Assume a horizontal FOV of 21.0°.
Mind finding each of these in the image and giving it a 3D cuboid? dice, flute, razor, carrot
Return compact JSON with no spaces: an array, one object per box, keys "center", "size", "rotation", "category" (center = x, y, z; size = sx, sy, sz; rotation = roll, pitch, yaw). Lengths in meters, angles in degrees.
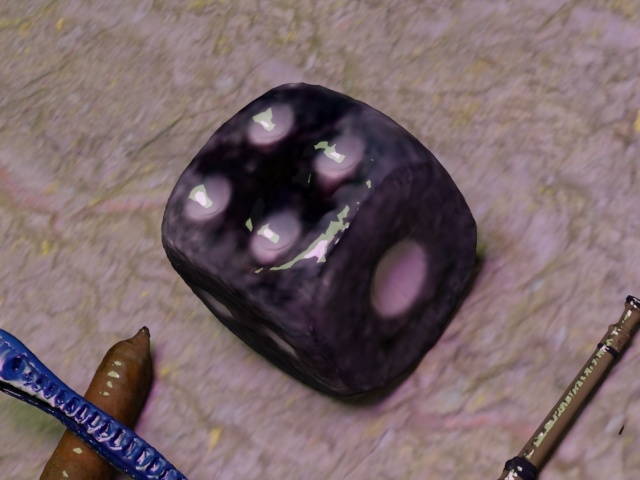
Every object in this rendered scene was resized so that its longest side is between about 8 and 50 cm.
[{"center":[0.000,0.000,1.352],"size":[0.183,0.181,0.182],"rotation":[28,71,41],"category":"dice"},{"center":[0.170,0.136,1.260],"size":[0.027,0.027,0.233],"rotation":[25,71,40],"category":"flute"},{"center":[-0.155,0.163,1.364],"size":[0.324,0.056,0.093],"rotation":[30,64,19],"category":"razor"},{"center":[-0.204,0.214,1.388],"size":[0.070,0.070,0.342],"rotation":[3,53,31],"category":"carrot"}]
